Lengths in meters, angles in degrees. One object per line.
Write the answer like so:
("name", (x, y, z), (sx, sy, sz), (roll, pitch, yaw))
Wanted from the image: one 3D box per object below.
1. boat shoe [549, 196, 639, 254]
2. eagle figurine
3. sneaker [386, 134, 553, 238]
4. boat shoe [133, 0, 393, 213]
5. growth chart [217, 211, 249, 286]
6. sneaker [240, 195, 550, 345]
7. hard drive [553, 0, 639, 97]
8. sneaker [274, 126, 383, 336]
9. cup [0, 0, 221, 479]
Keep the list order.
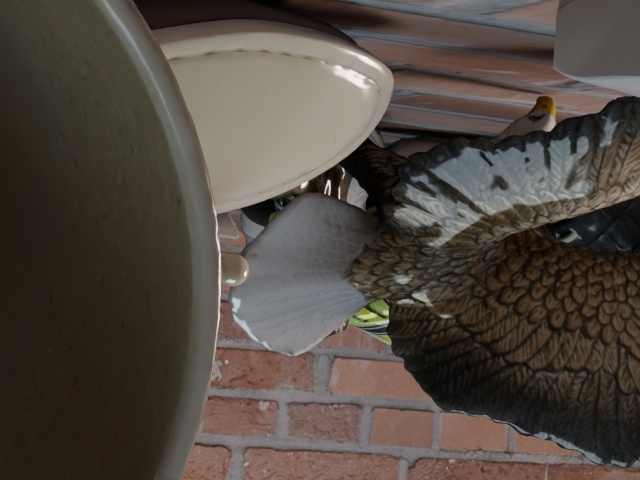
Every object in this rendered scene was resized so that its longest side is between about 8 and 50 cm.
("boat shoe", (0.218, -0.029, 1.355), (0.091, 0.114, 0.302), (43, -176, -6))
("eagle figurine", (0.115, -0.007, 1.052), (0.298, 0.225, 0.226), (15, 172, 27))
("sneaker", (0.133, 0.008, 1.403), (0.228, 0.087, 0.092), (40, -163, -12))
("boat shoe", (-0.110, -0.072, 0.839), (0.324, 0.117, 0.097), (-9, -133, -37))
("growth chart", (-0.126, -0.039, 0.931), (0.172, 0.021, 0.237), (9, -156, -18))
("sneaker", (0.123, 0.023, 1.566), (0.384, 0.147, 0.145), (12, -139, 11))
("hard drive", (0.298, -0.067, 0.805), (0.233, 0.047, 0.353), (2, 176, 42))
("sneaker", (0.000, 0.000, 1.310), (0.086, 0.132, 0.229), (3, 157, 5))
("cup", (-0.223, -0.011, 0.537), (0.331, 0.331, 0.237), (6, -157, -28))
